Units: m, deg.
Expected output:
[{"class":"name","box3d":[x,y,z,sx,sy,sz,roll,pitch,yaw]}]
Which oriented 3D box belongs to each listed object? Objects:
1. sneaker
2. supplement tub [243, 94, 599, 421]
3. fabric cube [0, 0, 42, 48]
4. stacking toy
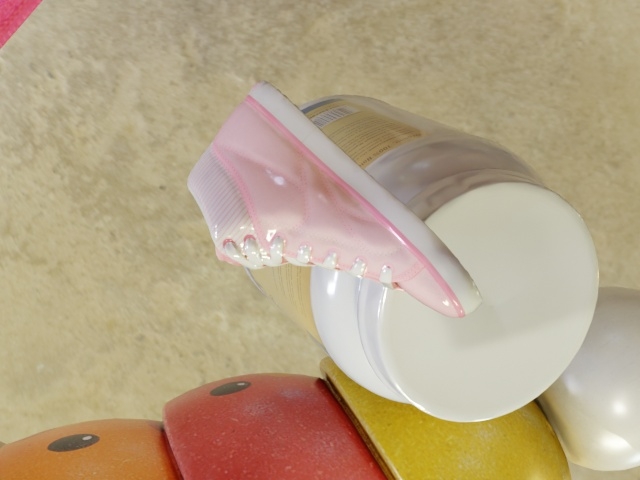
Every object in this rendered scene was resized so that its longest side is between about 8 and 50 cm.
[{"class":"sneaker","box3d":[0.000,0.000,0.424,0.134,0.051,0.070,43,88,12]},{"class":"supplement tub","box3d":[0.044,0.003,0.562,0.144,0.200,0.144,-7,109,-21]},{"class":"fabric cube","box3d":[-0.152,-0.180,0.185,0.258,0.254,0.259,42,92,-5]},{"class":"stacking toy","box3d":[0.035,0.177,0.644,0.480,0.350,0.350,-30,115,-9]}]
